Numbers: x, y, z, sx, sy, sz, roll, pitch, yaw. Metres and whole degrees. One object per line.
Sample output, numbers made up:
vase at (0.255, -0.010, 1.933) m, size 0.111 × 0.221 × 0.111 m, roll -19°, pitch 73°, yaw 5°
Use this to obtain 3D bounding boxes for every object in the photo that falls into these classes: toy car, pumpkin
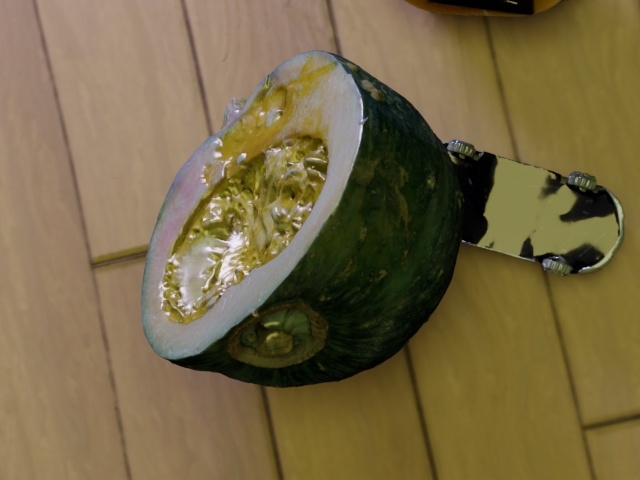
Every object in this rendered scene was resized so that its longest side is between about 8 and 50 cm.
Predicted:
toy car at (0.179, -0.028, 1.569) m, size 0.205 × 0.056 × 0.095 m, roll 16°, pitch 87°, yaw 12°
pumpkin at (0.000, 0.000, 1.514) m, size 0.293 × 0.197 × 0.263 m, roll -39°, pitch 41°, yaw 27°

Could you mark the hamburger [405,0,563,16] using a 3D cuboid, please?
hamburger at (0.148, -0.278, 1.545) m, size 0.210 × 0.173 × 0.116 m, roll 4°, pitch 53°, yaw 19°
